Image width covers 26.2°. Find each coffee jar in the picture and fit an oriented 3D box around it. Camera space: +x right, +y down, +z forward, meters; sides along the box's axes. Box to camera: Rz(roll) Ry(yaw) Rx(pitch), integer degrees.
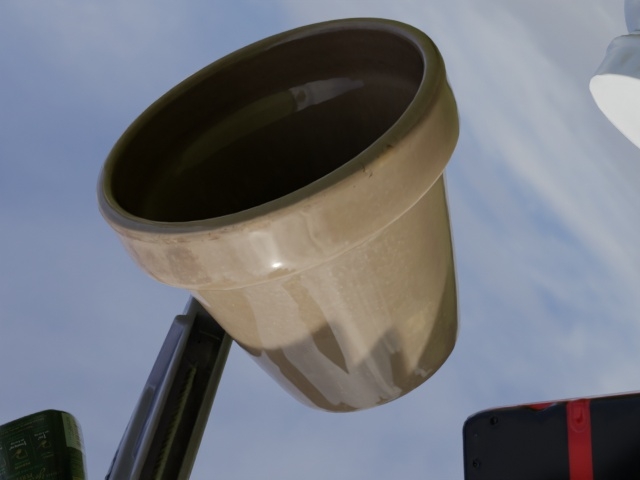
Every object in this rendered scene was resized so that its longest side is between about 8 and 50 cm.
[{"bbox_3d":[-0.257,0.259,1.298,0.079,0.096,0.184,67,-176,-61],"label":"coffee jar"}]

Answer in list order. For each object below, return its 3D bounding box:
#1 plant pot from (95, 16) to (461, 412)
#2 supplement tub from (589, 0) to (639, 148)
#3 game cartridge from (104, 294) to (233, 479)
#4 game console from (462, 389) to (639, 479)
[{"bbox_3d":[0.000,0.000,1.015,0.263,0.263,0.229,-95,-17,-58],"label":"plant pot"},{"bbox_3d":[0.346,-0.180,0.911,0.228,0.316,0.228,35,178,2],"label":"supplement tub"},{"bbox_3d":[-0.153,0.220,1.117,0.068,0.230,0.355,25,-139,-9],"label":"game cartridge"},{"bbox_3d":[0.292,0.345,1.382,0.060,0.342,0.387,15,-112,-43],"label":"game console"}]
